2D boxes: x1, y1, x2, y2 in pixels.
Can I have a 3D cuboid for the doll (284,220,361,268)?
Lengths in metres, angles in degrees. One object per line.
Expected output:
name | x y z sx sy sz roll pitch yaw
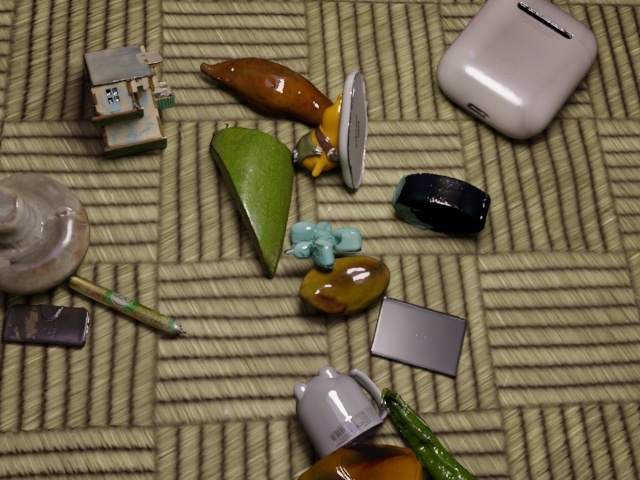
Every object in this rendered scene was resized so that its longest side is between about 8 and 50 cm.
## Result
doll | 0.000 0.000 1.628 0.159 0.059 0.159 9 26 32

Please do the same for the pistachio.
pistachio | 0.044 0.088 1.613 0.190 0.100 0.110 -18 49 -15

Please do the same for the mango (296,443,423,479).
mango | 0.062 0.457 1.413 0.236 0.166 0.136 8 41 -9

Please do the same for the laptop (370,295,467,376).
laptop | 0.199 0.192 1.626 0.180 0.016 0.129 16 66 1

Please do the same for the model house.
model house | -0.392 -0.274 1.680 0.178 0.206 0.271 -14 31 -16

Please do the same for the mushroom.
mushroom | -0.563 -0.026 1.525 0.244 0.243 0.243 2 67 -5

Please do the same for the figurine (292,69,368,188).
figurine | 0.017 -0.236 1.706 0.141 0.166 0.249 6 104 16

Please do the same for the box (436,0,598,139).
box | 0.450 -0.410 1.845 0.289 0.141 0.349 35 68 10

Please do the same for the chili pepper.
chili pepper | 0.229 0.417 1.495 0.359 0.076 0.085 45 35 8

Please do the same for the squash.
squash | -0.161 -0.089 1.660 0.203 0.111 0.288 12 68 1

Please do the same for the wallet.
wallet | -0.527 0.163 1.559 0.157 0.018 0.082 6 66 -3

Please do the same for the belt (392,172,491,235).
belt | 0.249 -0.075 1.676 0.199 0.151 0.078 14 70 10

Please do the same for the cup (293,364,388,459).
cup | 0.040 0.304 1.497 0.174 0.134 0.142 -28 71 -15

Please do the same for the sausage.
sausage | -0.385 0.127 1.581 0.269 0.033 0.032 24 66 4

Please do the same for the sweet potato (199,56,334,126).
sweet potato | -0.095 -0.329 1.768 0.359 0.112 0.112 20 66 2
